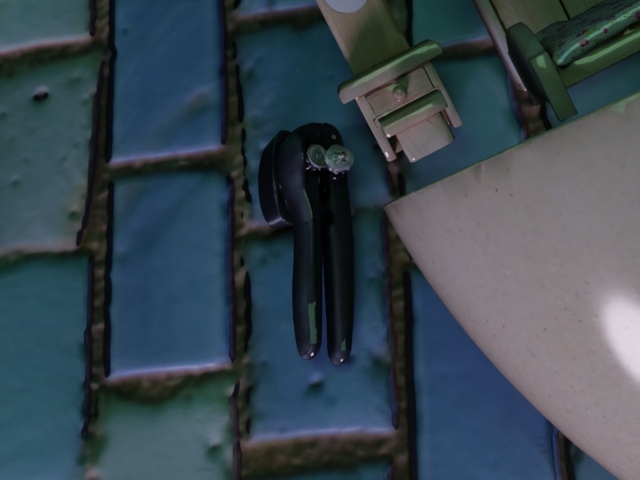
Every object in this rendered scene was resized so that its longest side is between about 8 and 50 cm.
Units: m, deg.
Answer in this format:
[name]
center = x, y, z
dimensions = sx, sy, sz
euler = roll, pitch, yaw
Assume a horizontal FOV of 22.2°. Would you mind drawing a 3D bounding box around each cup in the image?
[cup]
center = 0.232, 0.021, 0.949
dimensions = 0.331, 0.331, 0.237
euler = -23, 90, 5

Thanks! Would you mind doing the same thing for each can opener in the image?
[can opener]
center = 0.000, 0.000, 1.152
dimensions = 0.059, 0.073, 0.186
euler = 3, 63, -25

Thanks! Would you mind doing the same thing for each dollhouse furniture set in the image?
[dollhouse furniture set]
center = 0.135, -0.175, 0.997
dimensions = 0.303, 0.355, 0.174
euler = -28, 97, 4
